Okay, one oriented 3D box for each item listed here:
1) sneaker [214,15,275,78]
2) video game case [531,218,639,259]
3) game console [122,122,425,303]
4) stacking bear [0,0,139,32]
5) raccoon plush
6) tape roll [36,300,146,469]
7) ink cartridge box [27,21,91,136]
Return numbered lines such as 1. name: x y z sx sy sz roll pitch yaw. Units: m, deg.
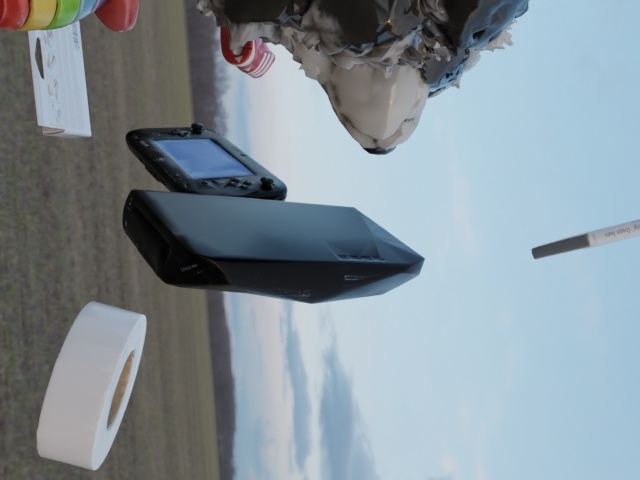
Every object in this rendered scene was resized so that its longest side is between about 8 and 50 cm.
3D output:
1. sneaker: -0.146 -0.412 1.497 0.128 0.087 0.221 39 47 -68
2. video game case: 0.339 -0.008 0.901 0.157 0.143 0.019 134 -57 -81
3. game console: -0.088 -0.041 0.694 0.361 0.213 0.043 39 -61 50
4. stacking bear: -0.404 -0.346 1.046 0.175 0.289 0.164 40 -44 12
5. raccoon plush: 0.070 -0.262 0.424 0.446 0.216 0.299 -68 170 18
6. tape roll: -0.400 0.254 1.385 0.286 0.100 0.286 -165 -90 -87
7. ink cartridge box: -0.554 -0.352 1.587 0.239 0.060 0.275 -19 104 -80
